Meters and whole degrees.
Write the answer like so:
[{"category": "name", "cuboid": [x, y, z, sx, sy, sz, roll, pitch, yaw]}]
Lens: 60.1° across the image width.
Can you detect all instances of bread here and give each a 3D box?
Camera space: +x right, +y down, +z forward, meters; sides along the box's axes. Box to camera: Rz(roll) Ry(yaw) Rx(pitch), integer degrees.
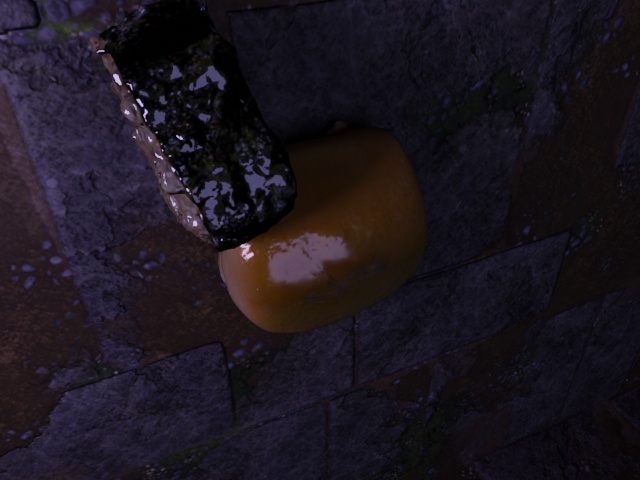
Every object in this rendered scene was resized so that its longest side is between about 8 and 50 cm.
[{"category": "bread", "cuboid": [0.000, 0.000, 1.006, 0.376, 0.253, 0.348, -15, 132, -17]}]

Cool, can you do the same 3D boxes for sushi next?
[{"category": "sushi", "cuboid": [-0.173, -0.156, 0.765, 0.171, 0.211, 0.350, -27, 95, -16]}]
